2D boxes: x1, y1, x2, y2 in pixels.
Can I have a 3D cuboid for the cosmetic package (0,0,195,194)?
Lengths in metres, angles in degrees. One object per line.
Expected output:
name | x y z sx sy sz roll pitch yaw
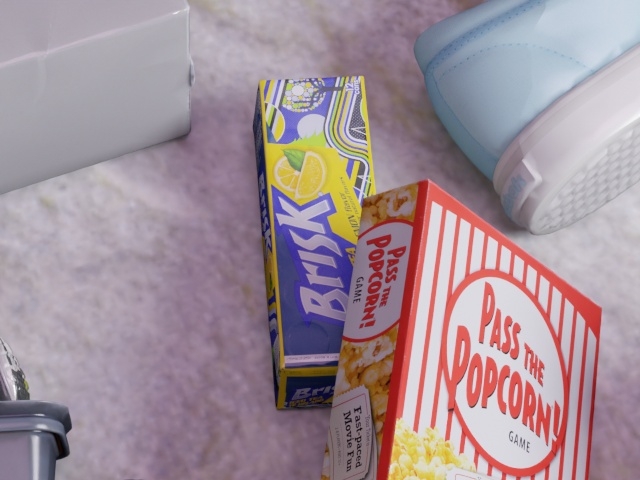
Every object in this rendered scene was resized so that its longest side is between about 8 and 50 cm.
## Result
cosmetic package | -0.189 -0.087 1.017 0.238 0.127 0.107 -21 65 -16

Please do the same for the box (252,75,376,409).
box | 0.000 0.000 1.025 0.059 0.054 0.169 -2 63 -5

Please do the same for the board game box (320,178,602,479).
board game box | 0.068 0.090 0.939 0.147 0.045 0.193 33 54 -38

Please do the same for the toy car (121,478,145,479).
toy car | -0.063 0.179 0.907 0.155 0.149 0.188 9 34 -6

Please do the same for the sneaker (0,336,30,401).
sneaker | -0.174 0.059 0.998 0.035 0.031 0.083 -29 63 -3

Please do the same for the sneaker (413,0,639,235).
sneaker | 0.210 -0.159 1.080 0.366 0.135 0.150 -33 72 -20

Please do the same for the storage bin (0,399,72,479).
storage bin | -0.183 0.128 0.927 0.135 0.098 0.091 -3 73 -6
